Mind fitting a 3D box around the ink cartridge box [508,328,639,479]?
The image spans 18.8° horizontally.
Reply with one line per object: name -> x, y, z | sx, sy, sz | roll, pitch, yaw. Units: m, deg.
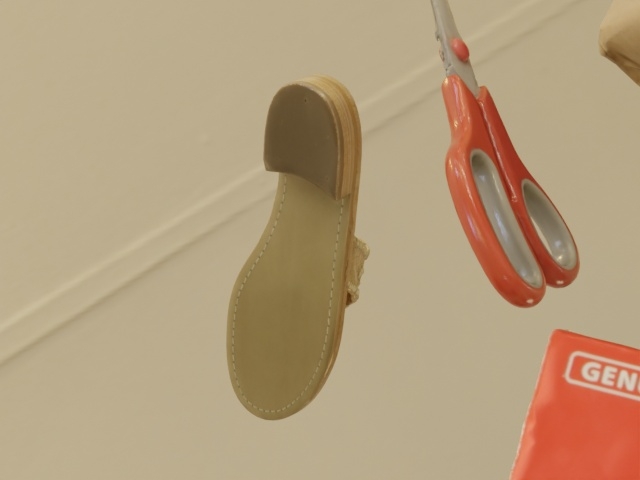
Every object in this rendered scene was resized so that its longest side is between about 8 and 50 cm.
ink cartridge box -> 0.179, 0.150, 0.643 | 0.275, 0.060, 0.239 | 14, -118, 12

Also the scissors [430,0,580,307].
scissors -> 0.080, -0.097, 1.134 | 0.109, 0.021, 0.297 | 0, -114, -55

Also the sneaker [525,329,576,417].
sneaker -> 0.248, 0.145, 1.499 | 0.086, 0.163, 0.226 | -65, -18, -9

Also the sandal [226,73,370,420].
sandal -> 0.005, 0.003, 1.219 | 0.079, 0.088, 0.240 | -24, -47, -44

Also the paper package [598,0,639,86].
paper package -> 0.386, -0.241, 1.291 | 0.168, 0.325, 0.309 | 36, -113, -15
